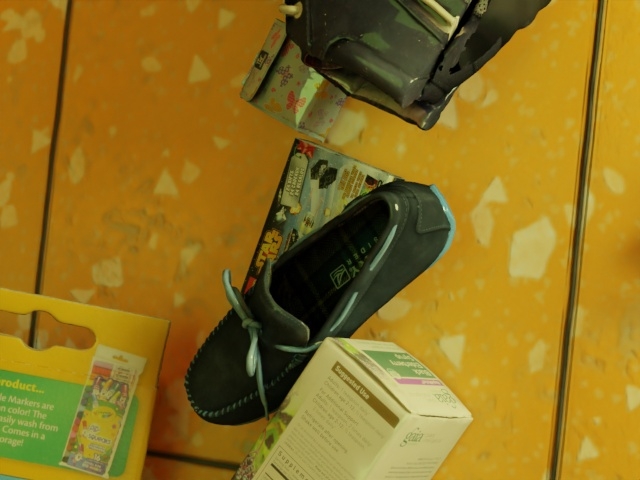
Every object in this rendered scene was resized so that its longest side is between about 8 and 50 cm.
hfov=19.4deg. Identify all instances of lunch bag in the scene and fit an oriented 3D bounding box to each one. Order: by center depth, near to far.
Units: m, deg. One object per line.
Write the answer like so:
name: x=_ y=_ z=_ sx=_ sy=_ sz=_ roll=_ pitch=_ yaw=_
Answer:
lunch bag: x=-0.021 y=-0.126 z=1.447 sx=0.083 sy=0.053 sz=0.071 roll=35 pitch=98 yaw=34

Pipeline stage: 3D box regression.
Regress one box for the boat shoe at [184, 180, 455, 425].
boat shoe: x=-0.020 y=0.037 z=1.373 sx=0.258 sy=0.089 sz=0.109 roll=-48 pitch=62 yaw=20

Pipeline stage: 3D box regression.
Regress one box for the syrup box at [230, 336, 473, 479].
syrup box: x=-0.002 y=0.190 z=1.377 sx=0.096 sy=0.093 sz=0.237 roll=41 pitch=107 yaw=29

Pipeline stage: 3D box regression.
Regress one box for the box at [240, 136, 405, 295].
box: x=0.000 y=0.000 z=1.435 sx=0.094 sy=0.027 sz=0.137 roll=24 pitch=98 yaw=31

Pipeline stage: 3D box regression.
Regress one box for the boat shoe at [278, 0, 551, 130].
boat shoe: x=-0.001 y=-0.219 z=1.384 sx=0.340 sy=0.127 sz=0.158 roll=35 pitch=87 yaw=30

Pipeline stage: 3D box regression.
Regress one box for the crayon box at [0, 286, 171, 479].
crayon box: x=-0.248 y=0.197 z=1.478 sx=0.203 sy=0.083 sz=0.323 roll=12 pitch=92 yaw=-9
